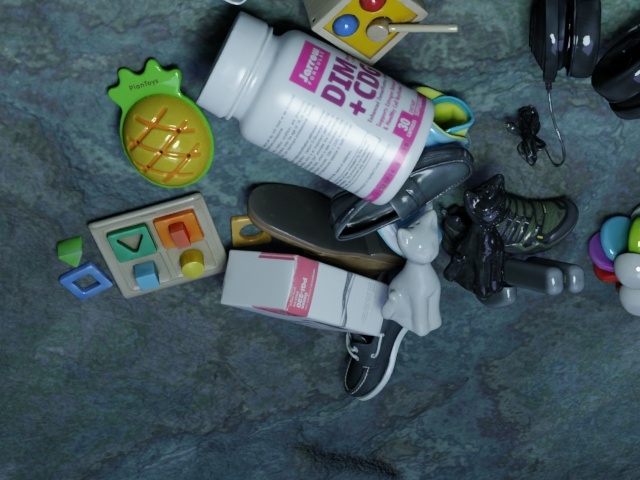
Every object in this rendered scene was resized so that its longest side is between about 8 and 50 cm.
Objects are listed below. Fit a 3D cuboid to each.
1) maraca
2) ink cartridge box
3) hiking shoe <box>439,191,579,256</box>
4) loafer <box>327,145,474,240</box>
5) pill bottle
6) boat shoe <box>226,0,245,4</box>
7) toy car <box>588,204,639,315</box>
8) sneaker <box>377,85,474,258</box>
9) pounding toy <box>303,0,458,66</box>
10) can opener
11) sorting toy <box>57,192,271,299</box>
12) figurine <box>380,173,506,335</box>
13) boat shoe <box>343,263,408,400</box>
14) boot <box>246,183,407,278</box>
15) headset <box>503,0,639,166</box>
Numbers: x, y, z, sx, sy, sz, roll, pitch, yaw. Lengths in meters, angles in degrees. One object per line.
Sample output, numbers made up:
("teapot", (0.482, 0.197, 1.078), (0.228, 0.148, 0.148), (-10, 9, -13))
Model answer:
("maraca", (-0.217, -0.156, 1.625), (0.127, 0.099, 0.186), (-17, 114, 8))
("ink cartridge box", (-0.023, 0.083, 1.870), (0.158, 0.092, 0.218), (4, 171, 45))
("hiking shoe", (0.304, -0.035, 1.908), (0.226, 0.086, 0.114), (-13, 142, 1))
("loafer", (0.114, -0.061, 1.664), (0.223, 0.078, 0.076), (-24, 130, 16))
("pill bottle", (-0.008, -0.175, 1.558), (0.283, 0.160, 0.160), (26, 129, -10))
("boat shoe", (-0.158, -0.360, 1.410), (0.083, 0.076, 0.226), (-39, 138, 25))
("toy car", (0.522, 0.025, 2.014), (0.136, 0.159, 0.182), (11, 149, 28))
("sneaker", (0.159, -0.100, 1.767), (0.208, 0.127, 0.319), (-26, 138, 16))
("pounding toy", (0.078, -0.295, 1.543), (0.141, 0.100, 0.130), (27, 125, -37))
("can opener", (0.336, 0.066, 1.928), (0.074, 0.093, 0.280), (-7, -178, -17))
("sorting toy", (-0.243, 0.019, 1.846), (0.347, 0.047, 0.196), (-16, 139, 2))
("figurine", (0.190, 0.017, 1.791), (0.215, 0.092, 0.209), (-28, 140, -26))
("boat shoe", (0.092, 0.154, 2.050), (0.091, 0.114, 0.303), (9, 122, -25))
("boot", (0.000, 0.000, 1.856), (0.305, 0.112, 0.115), (17, 141, -33))
("headset", (0.385, -0.267, 1.631), (0.243, 0.185, 0.394), (26, 122, -8))
